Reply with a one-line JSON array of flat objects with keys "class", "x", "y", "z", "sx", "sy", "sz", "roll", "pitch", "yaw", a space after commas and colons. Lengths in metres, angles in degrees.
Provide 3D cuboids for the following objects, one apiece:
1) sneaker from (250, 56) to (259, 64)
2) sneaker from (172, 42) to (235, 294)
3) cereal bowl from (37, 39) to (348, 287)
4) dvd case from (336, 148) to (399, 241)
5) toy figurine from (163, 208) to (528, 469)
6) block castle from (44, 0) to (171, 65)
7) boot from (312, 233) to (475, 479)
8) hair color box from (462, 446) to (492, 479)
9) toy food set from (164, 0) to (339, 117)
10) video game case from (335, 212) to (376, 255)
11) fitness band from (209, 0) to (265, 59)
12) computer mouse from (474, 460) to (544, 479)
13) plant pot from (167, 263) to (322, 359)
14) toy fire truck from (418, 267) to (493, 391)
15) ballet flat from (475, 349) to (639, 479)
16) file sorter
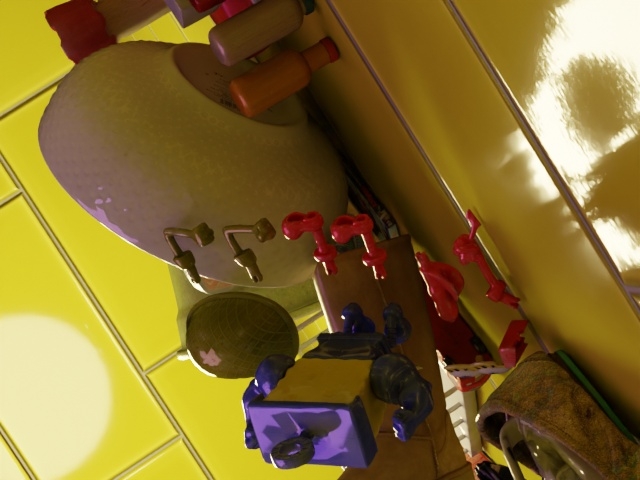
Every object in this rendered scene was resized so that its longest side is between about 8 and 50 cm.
[{"class": "sneaker", "x": -0.076, "y": -0.159, "z": 1.972, "sx": 0.152, "sy": 0.061, "sz": 0.053, "roll": 56, "pitch": 171, "yaw": -4}, {"class": "sneaker", "x": -0.155, "y": -0.087, "z": 1.965, "sx": 0.121, "sy": 0.108, "sz": 0.302, "roll": 8, "pitch": 107, "yaw": 56}, {"class": "cereal bowl", "x": -0.113, "y": -0.107, "z": 1.714, "sx": 0.339, "sy": 0.141, "sz": 0.339, "roll": 25, "pitch": -155, "yaw": -12}, {"class": "dvd case", "x": 0.053, "y": -0.038, "z": 1.822, "sx": 0.119, "sy": 0.013, "sz": 0.087, "roll": 53, "pitch": 172, "yaw": 27}, {"class": "toy figurine", "x": -0.020, "y": 0.111, "z": 1.456, "sx": 0.362, "sy": 0.217, "sz": 0.191, "roll": 0, "pitch": 127, "yaw": 28}, {"class": "block castle", "x": -0.347, "y": -0.409, "z": 1.911, "sx": 0.303, "sy": 0.212, "sz": 0.453, "roll": 62, "pitch": 178, "yaw": -36}, {"class": "boot", "x": 0.039, "y": 0.146, "z": 1.648, "sx": 0.089, "sy": 0.236, "sz": 0.270, "roll": -16, "pitch": 90, "yaw": 41}, {"class": "hair color box", "x": 0.212, "y": 0.326, "z": 2.184, "sx": 0.093, "sy": 0.053, "sz": 0.167, "roll": 59, "pitch": 174, "yaw": -25}, {"class": "toy food set", "x": -0.083, "y": -0.242, "z": 1.515, "sx": 0.232, "sy": 0.104, "sz": 0.111, "roll": 56, "pitch": 168, "yaw": 17}, {"class": "video game case", "x": 0.000, "y": 0.000, "z": 1.817, "sx": 0.143, "sy": 0.019, "sz": 0.157, "roll": 21, "pitch": -153, "yaw": -17}, {"class": "fitness band", "x": -0.131, "y": -0.318, "z": 1.673, "sx": 0.291, "sy": 0.054, "sz": 0.209, "roll": 61, "pitch": 172, "yaw": -22}, {"class": "computer mouse", "x": 0.214, "y": 0.223, "z": 1.478, "sx": 0.242, "sy": 0.041, "sz": 0.071, "roll": 23, "pitch": -157, "yaw": -54}, {"class": "plant pot", "x": -0.100, "y": -0.013, "z": 2.110, "sx": 0.276, "sy": 0.276, "sz": 0.254, "roll": 162, "pitch": 87, "yaw": -82}, {"class": "toy fire truck", "x": 0.123, "y": 0.098, "z": 1.807, "sx": 0.192, "sy": 0.047, "sz": 0.135, "roll": 52, "pitch": 172, "yaw": 25}, {"class": "ballet flat", "x": 0.233, "y": 0.209, "z": 1.300, "sx": 0.348, "sy": 0.123, "sz": 0.123, "roll": 47, "pitch": 168, "yaw": 53}, {"class": "file sorter", "x": 0.075, "y": 0.195, "z": 2.055, "sx": 0.193, "sy": 0.173, "sz": 0.278, "roll": 54, "pitch": 173, "yaw": 24}]
